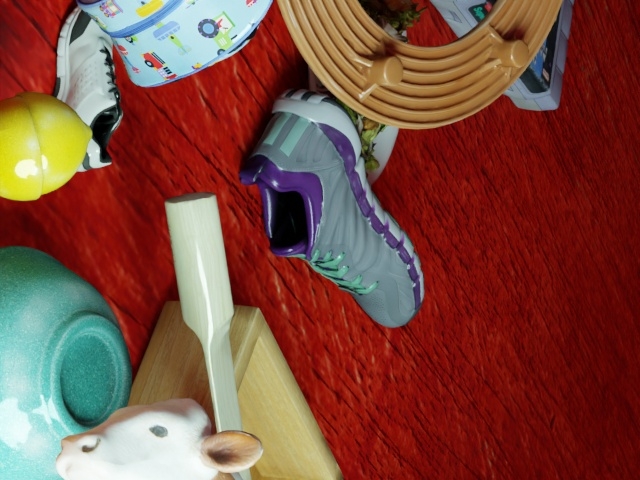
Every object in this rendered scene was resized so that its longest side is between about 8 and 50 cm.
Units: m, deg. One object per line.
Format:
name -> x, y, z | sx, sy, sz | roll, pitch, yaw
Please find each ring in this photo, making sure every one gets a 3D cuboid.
ring -> 0.088, -0.245, 1.342 | 0.336, 0.032, 0.337 | -10, 104, -44

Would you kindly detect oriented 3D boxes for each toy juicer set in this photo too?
toy juicer set -> -0.147, 0.034, 0.981 | 0.329, 0.089, 0.209 | 13, 78, -56

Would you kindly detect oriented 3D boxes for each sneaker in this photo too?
sneaker -> -0.127, -0.086, 1.069 | 0.040, 0.043, 0.109 | 41, 54, -60
sneaker -> 0.000, 0.000, 1.363 | 0.098, 0.083, 0.224 | -54, 133, -30

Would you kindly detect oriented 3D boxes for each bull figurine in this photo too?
bull figurine -> -0.075, 0.218, 0.954 | 0.310, 0.101, 0.188 | 74, 34, -51

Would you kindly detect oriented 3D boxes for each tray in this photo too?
tray -> -0.100, 0.262, 1.148 | 0.203, 0.076, 0.411 | 66, 36, -48

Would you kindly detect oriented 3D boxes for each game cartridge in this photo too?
game cartridge -> 0.173, -0.277, 1.738 | 0.355, 0.068, 0.230 | 37, 55, -63

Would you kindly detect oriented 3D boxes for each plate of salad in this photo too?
plate of salad -> 0.039, -0.136, 1.451 | 0.200, 0.048, 0.200 | 4, 90, -68

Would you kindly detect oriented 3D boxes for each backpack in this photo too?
backpack -> -0.078, -0.177, 1.027 | 0.117, 0.158, 0.173 | 31, 64, -32
